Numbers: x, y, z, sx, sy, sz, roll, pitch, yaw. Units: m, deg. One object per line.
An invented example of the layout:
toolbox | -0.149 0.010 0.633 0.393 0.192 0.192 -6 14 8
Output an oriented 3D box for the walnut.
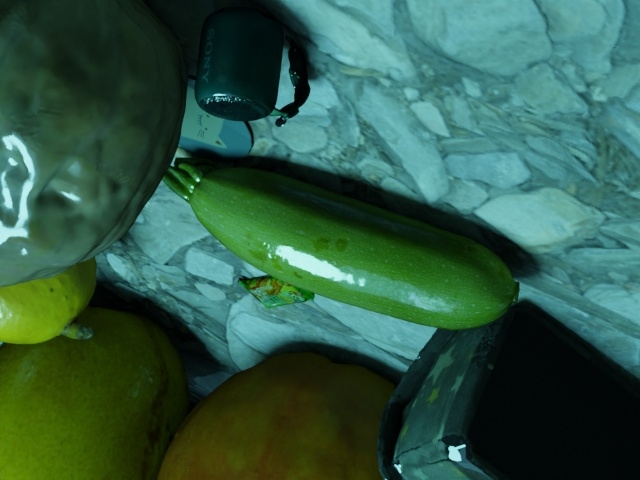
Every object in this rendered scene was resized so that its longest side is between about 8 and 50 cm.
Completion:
walnut | -0.230 -0.103 0.911 0.273 0.273 0.227 2 172 38

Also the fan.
fan | -0.137 -0.117 1.054 0.175 0.005 0.113 26 152 -2

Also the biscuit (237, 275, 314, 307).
biscuit | -0.042 0.050 1.239 0.046 0.016 0.089 42 148 -25

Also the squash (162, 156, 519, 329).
squash | 0.000 0.000 1.045 0.341 0.094 0.094 20 151 14

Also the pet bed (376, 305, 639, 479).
pet bed | 0.172 0.187 1.111 0.211 0.183 0.159 36 148 -15

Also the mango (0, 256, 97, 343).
mango | -0.346 -0.009 1.232 0.317 0.176 0.119 36 151 -2

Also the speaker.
speaker | -0.043 -0.122 0.899 0.094 0.075 0.060 11 167 -25

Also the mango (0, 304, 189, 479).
mango | -0.274 0.240 1.379 0.221 0.378 0.264 -9 146 23

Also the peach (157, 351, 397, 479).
peach | -0.010 0.301 1.327 0.343 0.301 0.342 21 150 13
